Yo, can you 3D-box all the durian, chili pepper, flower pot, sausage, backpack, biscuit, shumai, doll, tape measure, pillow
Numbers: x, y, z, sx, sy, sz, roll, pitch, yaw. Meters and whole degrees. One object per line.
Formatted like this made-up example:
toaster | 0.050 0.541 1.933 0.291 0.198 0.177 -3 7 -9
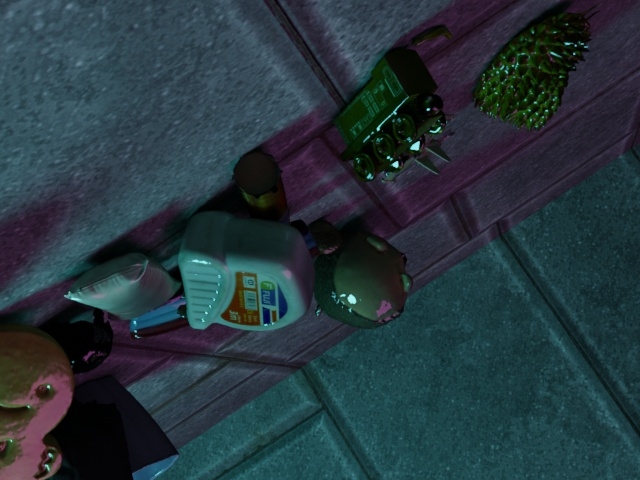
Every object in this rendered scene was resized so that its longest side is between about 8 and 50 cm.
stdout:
durian | 0.393 -0.319 2.020 0.352 0.158 0.169 111 3 -68
chili pepper | 0.176 -0.318 1.652 0.083 0.017 0.030 -22 164 -28
flower pot | -0.487 0.449 2.368 0.265 0.243 0.265 -32 169 -7
sausage | -0.091 -0.058 1.834 0.082 0.082 0.371 -32 167 -6
backpack | -0.534 0.479 2.104 0.446 0.363 0.255 -5 -175 42
biscuit | -0.533 0.302 1.716 0.275 0.052 0.354 26 98 -29
shumai | 0.000 0.000 2.260 0.083 0.082 0.080 -6 159 -16
doll | 0.095 0.094 2.495 0.247 0.247 0.349 -29 175 -17
tape measure | -0.132 0.055 1.828 0.246 0.125 0.243 6 146 3
pillow | -0.326 0.082 1.784 0.144 0.078 0.254 -32 168 -2

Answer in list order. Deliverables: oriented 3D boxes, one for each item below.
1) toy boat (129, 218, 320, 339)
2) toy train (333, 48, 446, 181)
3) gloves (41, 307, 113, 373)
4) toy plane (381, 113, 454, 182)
toy boat | -0.190 0.072 2.010 0.392 0.136 0.079 -26 135 -12
toy train | 0.105 -0.191 1.692 0.090 0.137 0.225 -20 165 -39
gloves | -0.422 0.192 1.899 0.129 0.106 0.180 -35 163 1
toy plane | 0.153 -0.173 1.991 0.262 0.088 0.192 1 140 -49
